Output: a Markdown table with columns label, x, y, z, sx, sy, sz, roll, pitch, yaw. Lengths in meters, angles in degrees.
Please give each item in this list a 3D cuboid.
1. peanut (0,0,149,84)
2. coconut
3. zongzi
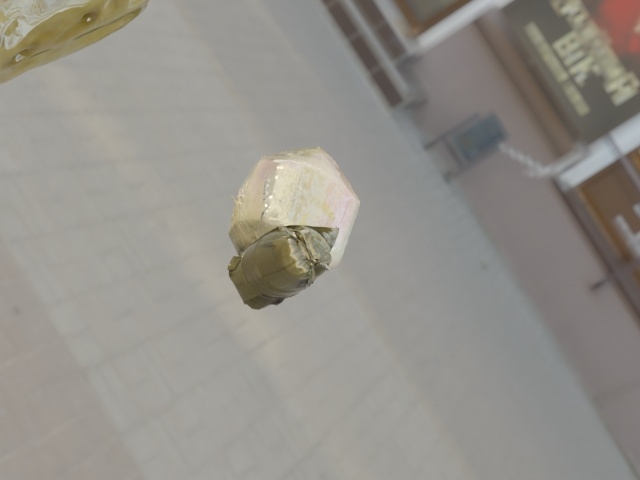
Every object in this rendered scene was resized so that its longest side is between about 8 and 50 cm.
| label | x | y | z | sx | sy | sz | roll | pitch | yaw |
| --- | --- | --- | --- | --- | --- | --- | --- | --- | --- |
| peanut | -0.272 | -0.205 | 1.178 | 0.169 | 0.387 | 0.192 | -24 | -87 | 60 |
| coconut | -0.035 | -0.044 | 2.108 | 0.171 | 0.170 | 0.183 | 42 | 55 | -53 |
| zongzi | 0.000 | 0.000 | 1.893 | 0.081 | 0.178 | 0.189 | 59 | -34 | 0 |
